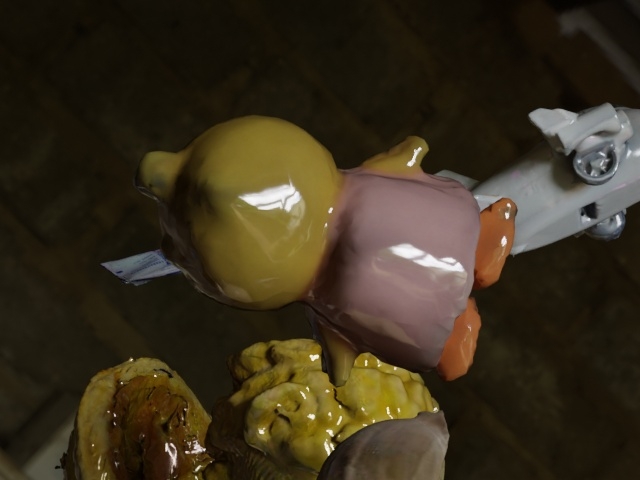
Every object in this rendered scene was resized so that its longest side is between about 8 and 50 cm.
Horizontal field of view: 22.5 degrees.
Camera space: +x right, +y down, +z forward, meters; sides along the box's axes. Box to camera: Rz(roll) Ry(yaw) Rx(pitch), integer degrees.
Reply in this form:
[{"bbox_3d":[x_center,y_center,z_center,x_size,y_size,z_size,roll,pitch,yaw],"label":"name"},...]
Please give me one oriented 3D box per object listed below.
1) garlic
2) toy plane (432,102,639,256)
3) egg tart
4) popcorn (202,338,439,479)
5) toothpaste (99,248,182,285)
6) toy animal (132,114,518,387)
[{"bbox_3d":[0.045,0.209,1.283,0.101,0.195,0.087,4,-58,10],"label":"garlic"},{"bbox_3d":[0.233,-0.063,1.564,0.245,0.244,0.117,70,-4,-63],"label":"toy plane"},{"bbox_3d":[-0.208,0.280,1.884,0.115,0.290,0.290,-19,-51,25],"label":"egg tart"},{"bbox_3d":[-0.009,0.202,1.624,0.250,0.250,0.190,43,29,-3],"label":"popcorn"},{"bbox_3d":[-0.124,0.016,1.512,0.045,0.170,0.028,34,-55,41],"label":"toothpaste"},{"bbox_3d":[-0.002,-0.001,1.173,0.281,0.195,0.169,20,-2,-3],"label":"toy animal"}]
